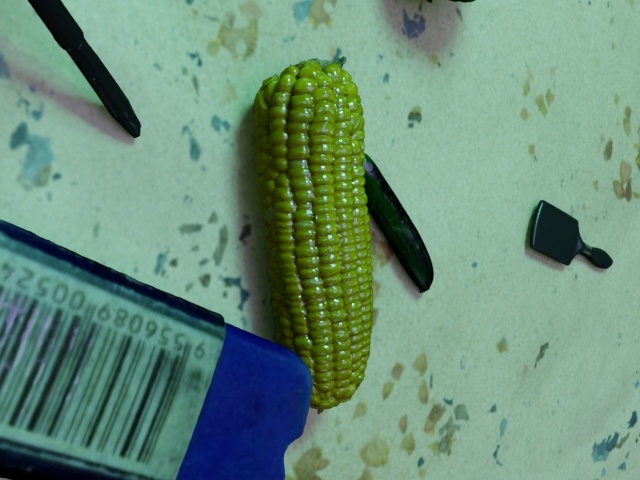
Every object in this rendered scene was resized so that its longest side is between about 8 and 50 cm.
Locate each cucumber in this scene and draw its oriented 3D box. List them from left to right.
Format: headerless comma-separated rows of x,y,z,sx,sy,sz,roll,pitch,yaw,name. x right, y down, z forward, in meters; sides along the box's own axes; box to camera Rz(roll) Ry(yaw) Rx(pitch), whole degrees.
0.075,-0.017,0.792,0.184,0.033,0.036,55,43,-30,cucumber

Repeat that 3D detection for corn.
-0.001,0.000,0.685,0.102,0.102,0.313,-13,101,-38,corn

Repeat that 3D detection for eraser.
-0.158,0.098,0.566,0.332,0.101,0.155,30,73,-38,eraser

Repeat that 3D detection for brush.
0.323,0.006,1.009,0.193,0.016,0.063,22,80,-38,brush

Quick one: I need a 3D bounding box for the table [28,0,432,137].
-0.100,-0.250,0.523,0.249,0.317,0.317,41,68,-48,table

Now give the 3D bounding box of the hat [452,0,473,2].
0.093,-0.425,0.691,0.285,0.285,0.400,-20,133,-37,hat
